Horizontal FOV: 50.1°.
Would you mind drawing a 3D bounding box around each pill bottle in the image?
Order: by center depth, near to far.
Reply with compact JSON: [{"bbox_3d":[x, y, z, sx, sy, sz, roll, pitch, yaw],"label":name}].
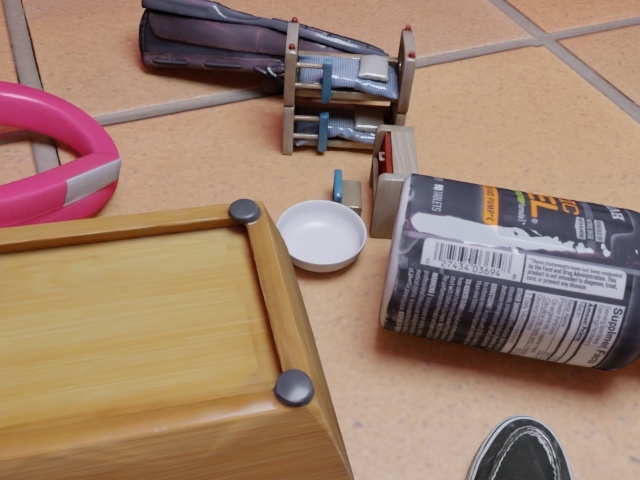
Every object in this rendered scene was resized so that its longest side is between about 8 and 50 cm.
[{"bbox_3d":[0.177,0.029,0.545,0.245,0.130,0.130,10,46,5],"label":"pill bottle"}]

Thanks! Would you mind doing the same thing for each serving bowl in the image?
[{"bbox_3d":[0.000,0.000,0.630,0.083,0.027,0.083,2,46,-2],"label":"serving bowl"}]

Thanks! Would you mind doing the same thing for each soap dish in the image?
[{"bbox_3d":[-0.141,0.083,0.475,0.290,0.118,0.229,-7,46,-12],"label":"soap dish"}]

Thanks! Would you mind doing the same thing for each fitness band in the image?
[{"bbox_3d":[-0.306,-0.072,0.599,0.209,0.054,0.291,27,29,15],"label":"fitness band"}]

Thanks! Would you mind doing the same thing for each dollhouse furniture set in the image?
[{"bbox_3d":[0.026,-0.114,0.674,0.129,0.129,0.184,3,45,-1],"label":"dollhouse furniture set"}]

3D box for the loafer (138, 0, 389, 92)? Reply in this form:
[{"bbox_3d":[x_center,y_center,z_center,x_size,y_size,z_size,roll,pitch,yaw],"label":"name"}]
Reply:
[{"bbox_3d":[-0.072,-0.220,0.818,0.302,0.095,0.109,16,16,5],"label":"loafer"}]

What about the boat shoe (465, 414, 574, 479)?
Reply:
[{"bbox_3d":[0.125,0.195,0.417,0.077,0.070,0.219,14,46,9],"label":"boat shoe"}]
